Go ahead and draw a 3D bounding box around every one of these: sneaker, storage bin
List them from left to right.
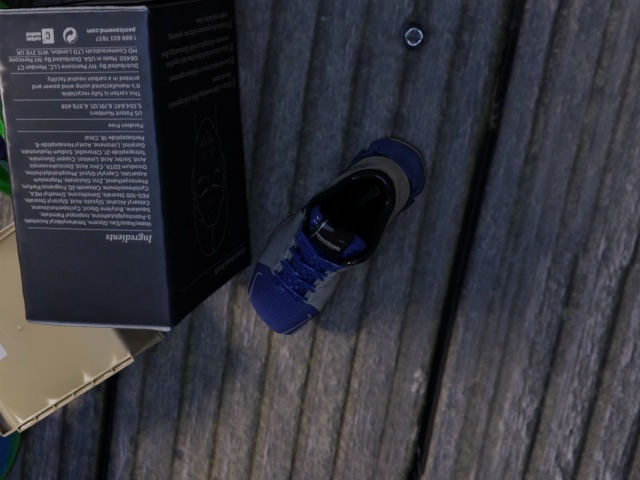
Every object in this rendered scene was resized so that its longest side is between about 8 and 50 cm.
[{"bbox_3d":[-0.419,0.114,1.686,0.260,0.123,0.262,-32,95,15],"label":"storage bin"},{"bbox_3d":[0.001,-0.001,1.520,0.127,0.182,0.315,43,111,3],"label":"sneaker"}]

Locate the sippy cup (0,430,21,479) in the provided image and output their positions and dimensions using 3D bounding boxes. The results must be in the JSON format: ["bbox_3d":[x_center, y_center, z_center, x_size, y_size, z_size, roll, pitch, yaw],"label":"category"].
[{"bbox_3d":[-0.625,0.310,1.767,0.224,0.240,0.305,31,94,17],"label":"sippy cup"}]

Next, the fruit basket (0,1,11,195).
[{"bbox_3d":[-0.577,-0.174,1.547,0.392,0.392,0.283,31,154,6],"label":"fruit basket"}]

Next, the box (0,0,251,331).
[{"bbox_3d":[-0.245,-0.117,1.498,0.212,0.293,0.396,1,104,16],"label":"box"}]
